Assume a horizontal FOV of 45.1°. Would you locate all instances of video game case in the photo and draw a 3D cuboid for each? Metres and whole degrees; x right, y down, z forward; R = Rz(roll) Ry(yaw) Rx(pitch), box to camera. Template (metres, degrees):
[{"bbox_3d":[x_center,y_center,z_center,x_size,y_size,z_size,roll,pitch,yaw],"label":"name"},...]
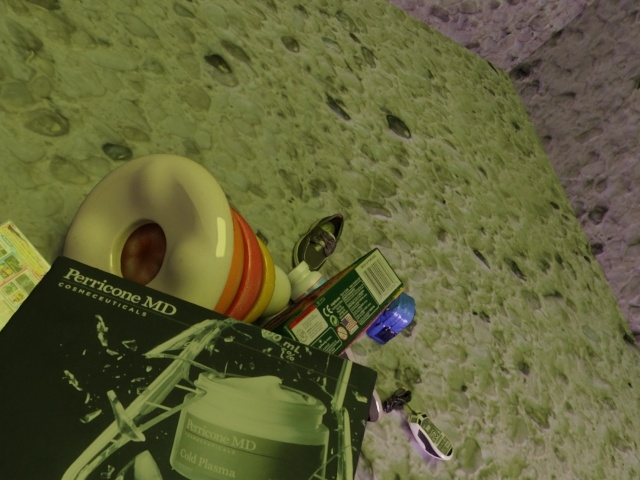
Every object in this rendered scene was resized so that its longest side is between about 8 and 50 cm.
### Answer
[{"bbox_3d":[-0.502,0.065,1.222,0.157,0.019,0.143,50,55,-2],"label":"video game case"}]

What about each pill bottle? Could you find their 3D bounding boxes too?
[{"bbox_3d":[-0.011,0.126,1.705,0.160,0.087,0.087,50,35,-2],"label":"pill bottle"}]

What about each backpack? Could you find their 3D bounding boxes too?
[{"bbox_3d":[0.162,0.173,1.827,0.101,0.120,0.098,32,40,-26],"label":"backpack"}]

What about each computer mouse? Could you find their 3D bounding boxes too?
[{"bbox_3d":[0.222,0.423,1.741,0.193,0.042,0.106,50,29,9],"label":"computer mouse"}]

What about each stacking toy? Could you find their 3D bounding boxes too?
[{"bbox_3d":[-0.196,0.073,1.424,0.480,0.350,0.351,27,38,-57],"label":"stacking toy"}]

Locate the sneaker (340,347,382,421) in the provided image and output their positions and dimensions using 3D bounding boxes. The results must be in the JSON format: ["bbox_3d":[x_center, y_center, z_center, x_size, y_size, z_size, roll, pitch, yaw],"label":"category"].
[{"bbox_3d":[0.037,0.314,1.614,0.118,0.083,0.222,-37,107,-25],"label":"sneaker"}]

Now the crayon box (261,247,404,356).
[{"bbox_3d":[-0.050,0.184,1.407,0.106,0.313,0.363,55,34,0],"label":"crayon box"}]

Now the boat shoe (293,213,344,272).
[{"bbox_3d":[0.001,0.000,1.844,0.080,0.073,0.224,44,35,-10],"label":"boat shoe"}]

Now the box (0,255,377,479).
[{"bbox_3d":[-0.224,0.335,0.954,0.479,0.297,0.472,20,37,0],"label":"box"}]
